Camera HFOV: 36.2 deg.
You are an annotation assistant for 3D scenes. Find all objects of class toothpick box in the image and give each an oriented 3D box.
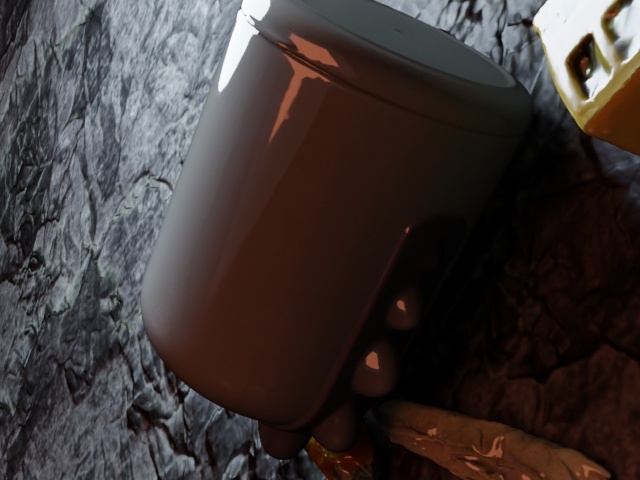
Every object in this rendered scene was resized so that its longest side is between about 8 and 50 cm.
[{"bbox_3d":[0.000,0.000,0.695,0.229,0.229,0.316,49,122,48],"label":"toothpick box"}]

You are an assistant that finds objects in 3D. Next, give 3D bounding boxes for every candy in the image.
[{"bbox_3d":[0.008,0.154,0.774,0.053,0.046,0.182,-61,41,25],"label":"candy"}]

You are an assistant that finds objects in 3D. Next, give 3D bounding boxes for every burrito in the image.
[{"bbox_3d":[0.110,0.141,0.645,0.185,0.041,0.045,7,78,52],"label":"burrito"}]

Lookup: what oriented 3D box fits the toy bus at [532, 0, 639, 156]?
[{"bbox_3d":[0.230,-0.168,0.388,0.335,0.121,0.123,-52,28,44],"label":"toy bus"}]
